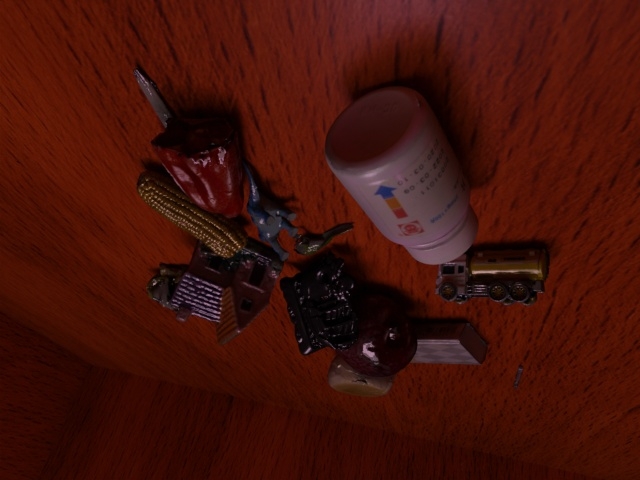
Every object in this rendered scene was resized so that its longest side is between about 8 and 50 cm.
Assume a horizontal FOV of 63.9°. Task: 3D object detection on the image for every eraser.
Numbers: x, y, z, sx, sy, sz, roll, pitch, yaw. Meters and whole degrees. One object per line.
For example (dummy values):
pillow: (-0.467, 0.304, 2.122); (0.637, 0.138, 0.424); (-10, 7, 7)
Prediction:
eraser: (0.280, 0.314, 1.565); (0.396, 0.082, 0.213); (-8, 143, 36)

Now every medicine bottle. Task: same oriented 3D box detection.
medicine bottle: (0.144, -0.088, 0.822); (0.170, 0.170, 0.293); (-6, 144, 34)

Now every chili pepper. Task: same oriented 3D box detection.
chili pepper: (-0.217, -0.122, 0.975); (0.144, 0.136, 0.253); (-25, 149, -15)

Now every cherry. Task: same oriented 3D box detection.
cherry: (0.138, 0.258, 1.409); (0.230, 0.203, 0.300); (44, 156, -16)

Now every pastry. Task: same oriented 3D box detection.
pastry: (0.154, 0.494, 1.897); (0.264, 0.133, 0.265); (11, 152, 6)

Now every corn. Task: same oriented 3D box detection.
corn: (-0.289, -0.061, 1.172); (0.291, 0.101, 0.101); (38, 144, -29)

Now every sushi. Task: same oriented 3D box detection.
sushi: (-0.434, 0.151, 1.586); (0.290, 0.131, 0.139); (2, 151, 39)

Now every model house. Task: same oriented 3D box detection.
model house: (-0.245, 0.128, 1.331); (0.236, 0.238, 0.202); (27, 151, -20)

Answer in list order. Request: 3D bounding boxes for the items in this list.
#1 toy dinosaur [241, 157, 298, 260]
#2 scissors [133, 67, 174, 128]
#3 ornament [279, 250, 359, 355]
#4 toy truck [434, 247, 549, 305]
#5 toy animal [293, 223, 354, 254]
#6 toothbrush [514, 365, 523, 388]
toy dinosaur: (-0.109, -0.048, 1.114); (0.144, 0.076, 0.329); (41, 161, 24)
scissors: (-0.276, -0.207, 0.975); (0.108, 0.022, 0.300); (2, 148, 16)
ornament: (0.025, 0.159, 1.283); (0.106, 0.252, 0.260); (-15, 176, -41)
toy truck: (0.358, 0.075, 1.071); (0.226, 0.114, 0.098); (-4, 168, 32)
toy animal: (-0.015, -0.002, 1.185); (0.074, 0.041, 0.216); (10, 156, -31)
toothbrush: (0.654, 0.454, 1.699); (0.014, 0.017, 0.194); (0, 146, 16)
